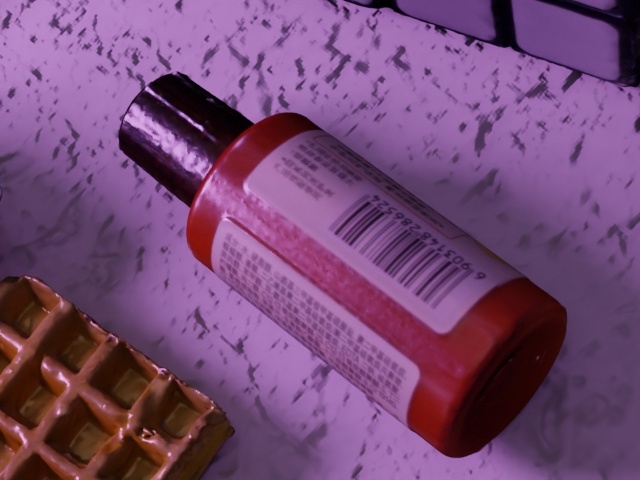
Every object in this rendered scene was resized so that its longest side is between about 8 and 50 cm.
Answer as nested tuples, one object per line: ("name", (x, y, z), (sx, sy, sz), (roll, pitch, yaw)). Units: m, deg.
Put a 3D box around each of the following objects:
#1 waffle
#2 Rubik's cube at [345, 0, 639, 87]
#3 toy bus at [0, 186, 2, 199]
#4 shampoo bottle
("waffle", (-0.174, 0.139, 1.070), (0.160, 0.055, 0.211), (33, 75, 22))
("Rubik's cube", (0.090, -0.346, 1.103), (0.337, 0.343, 0.344), (22, 68, 19))
("toy bus", (-0.283, -0.031, 1.122), (0.182, 0.103, 0.091), (31, 69, -2))
("shampoo bottle", (0.000, 0.000, 1.079), (0.278, 0.104, 0.104), (37, 75, 23))
